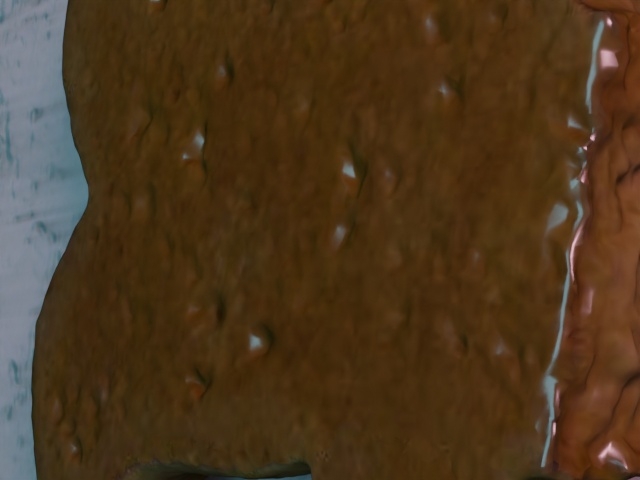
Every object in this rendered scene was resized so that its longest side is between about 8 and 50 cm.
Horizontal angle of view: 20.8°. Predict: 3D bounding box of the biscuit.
[{"bbox_3d":[0.000,0.000,0.736,0.394,0.076,0.368,-2,83,54],"label":"biscuit"}]
